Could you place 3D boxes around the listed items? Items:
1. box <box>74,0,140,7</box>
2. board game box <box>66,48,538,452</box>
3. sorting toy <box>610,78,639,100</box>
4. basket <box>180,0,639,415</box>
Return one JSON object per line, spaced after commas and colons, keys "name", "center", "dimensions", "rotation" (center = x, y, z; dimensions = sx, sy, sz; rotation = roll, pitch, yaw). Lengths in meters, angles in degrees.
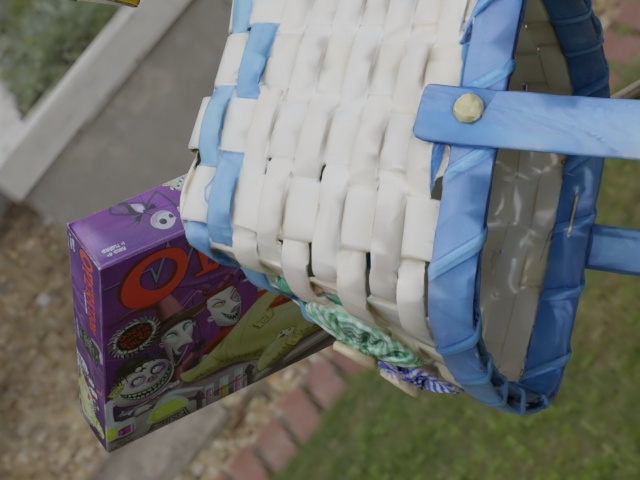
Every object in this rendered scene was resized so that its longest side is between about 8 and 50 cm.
{"name": "box", "center": [-0.238, -0.363, 1.465], "dimensions": [0.290, 0.177, 0.279], "rotation": [-156, 79, -69]}
{"name": "board game box", "center": [0.000, 0.000, 1.104], "dimensions": [0.347, 0.208, 0.056], "rotation": [-25, 54, -22]}
{"name": "sorting toy", "center": [0.216, -0.085, 1.293], "dimensions": [0.307, 0.041, 0.229], "rotation": [-38, -10, 35]}
{"name": "basket", "center": [0.106, -0.021, 0.761], "dimensions": [0.289, 0.255, 0.201], "rotation": [2, 77, 22]}
